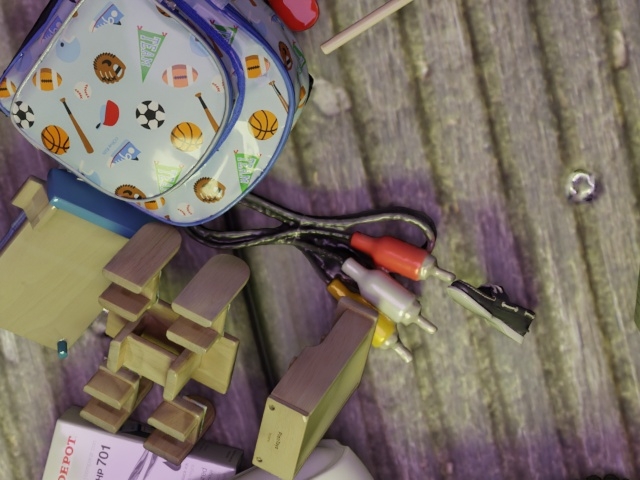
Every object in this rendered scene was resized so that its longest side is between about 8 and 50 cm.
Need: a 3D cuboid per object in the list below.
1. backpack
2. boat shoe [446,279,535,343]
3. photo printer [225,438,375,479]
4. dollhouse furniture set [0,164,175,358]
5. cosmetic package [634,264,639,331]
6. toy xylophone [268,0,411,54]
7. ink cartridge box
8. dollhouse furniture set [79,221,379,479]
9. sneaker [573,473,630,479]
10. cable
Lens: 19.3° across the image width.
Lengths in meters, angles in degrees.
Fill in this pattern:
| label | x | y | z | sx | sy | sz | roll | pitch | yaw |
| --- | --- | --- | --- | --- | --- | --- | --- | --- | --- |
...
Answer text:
| label | x | y | z | sx | sy | sz | roll | pitch | yaw |
| --- | --- | --- | --- | --- | --- | --- | --- | --- | --- |
| backpack | -0.148 | -0.151 | 1.791 | 0.263 | 0.213 | 0.276 | 34 | 117 | -12 |
| boat shoe | 0.171 | 0.062 | 1.871 | 0.125 | 0.046 | 0.038 | 34 | 86 | -40 |
| photo printer | -0.057 | 0.354 | 1.859 | 0.307 | 0.107 | 0.256 | -26 | 110 | -19 |
| dollhouse furniture set | -0.339 | -0.007 | 1.918 | 0.303 | 0.198 | 0.286 | 24 | 123 | -29 |
| cosmetic package | 0.402 | -0.054 | 1.833 | 0.160 | 0.113 | 0.309 | 5 | 98 | 4 |
| toy xylophone | 0.023 | -0.322 | 1.845 | 0.322 | 0.081 | 0.236 | -26 | 94 | 7 |
| ink cartridge box | -0.188 | 0.263 | 1.927 | 0.190 | 0.082 | 0.139 | 14 | 97 | 1 |
| dollhouse furniture set | -0.091 | 0.103 | 1.851 | 0.242 | 0.161 | 0.212 | 26 | 134 | 13 |
| sneaker | 0.190 | 0.323 | 1.826 | 0.343 | 0.146 | 0.134 | -19 | 104 | -11 |
| cable | 0.000 | 0.000 | 1.886 | 0.287 | 0.072 | 0.139 | 27 | 101 | 0 |
